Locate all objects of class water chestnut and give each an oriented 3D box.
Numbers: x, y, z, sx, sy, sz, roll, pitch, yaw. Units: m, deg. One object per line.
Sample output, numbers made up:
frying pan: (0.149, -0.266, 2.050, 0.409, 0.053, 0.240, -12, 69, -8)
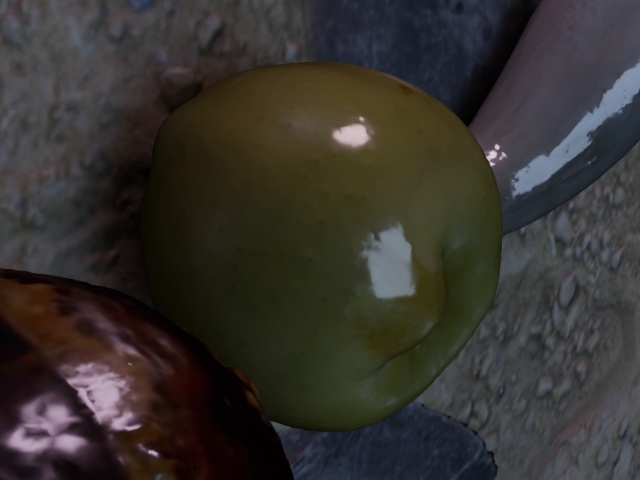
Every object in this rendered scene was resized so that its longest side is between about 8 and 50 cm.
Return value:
water chestnut: (-0.117, 0.144, 0.562, 0.300, 0.300, 0.300, -21, 120, -42)

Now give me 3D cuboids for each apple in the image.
apple: (0.000, 0.000, 0.719, 0.200, 0.200, 0.200, -21, 120, -42)

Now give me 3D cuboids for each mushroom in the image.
mushroom: (0.146, -0.074, 0.927, 0.270, 0.103, 0.118, -49, 136, -16)
